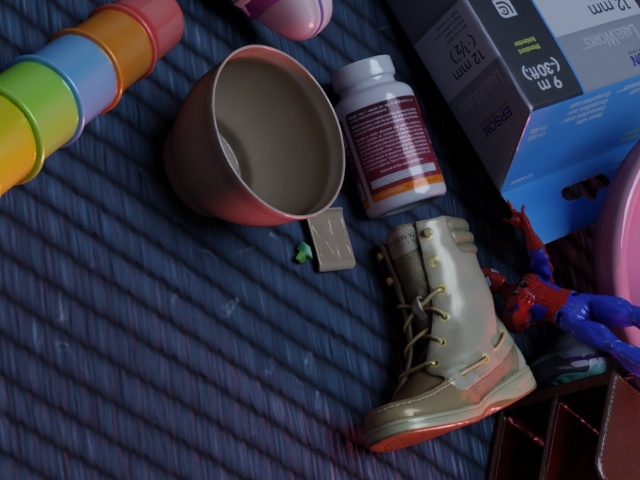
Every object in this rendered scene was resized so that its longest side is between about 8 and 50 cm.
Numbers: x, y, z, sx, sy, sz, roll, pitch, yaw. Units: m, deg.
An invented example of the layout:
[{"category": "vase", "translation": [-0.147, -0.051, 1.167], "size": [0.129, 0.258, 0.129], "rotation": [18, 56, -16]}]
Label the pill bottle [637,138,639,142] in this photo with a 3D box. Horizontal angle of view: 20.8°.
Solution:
[{"category": "pill bottle", "translation": [0.450, -0.036, 2.073], "size": [0.283, 0.160, 0.160], "rotation": [58, 41, -11]}]

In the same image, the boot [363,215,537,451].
[{"category": "boot", "translation": [0.100, 0.085, 1.683], "size": [0.262, 0.095, 0.203], "rotation": [-16, 86, -52]}]

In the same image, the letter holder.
[{"category": "letter holder", "translation": [0.316, 0.310, 1.776], "size": [0.302, 0.152, 0.214], "rotation": [39, 50, -29]}]

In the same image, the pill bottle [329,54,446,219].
[{"category": "pill bottle", "translation": [0.064, -0.104, 1.739], "size": [0.086, 0.086, 0.152], "rotation": [-13, 83, -49]}]

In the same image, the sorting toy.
[{"category": "sorting toy", "translation": [0.000, 0.000, 1.679], "size": [0.083, 0.012, 0.062], "rotation": [-4, 81, -52]}]

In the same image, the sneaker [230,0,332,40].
[{"category": "sneaker", "translation": [-0.122, -0.268, 1.613], "size": [0.282, 0.102, 0.161], "rotation": [45, 47, -9]}]

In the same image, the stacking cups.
[{"category": "stacking cups", "translation": [-0.221, -0.124, 1.452], "size": [0.096, 0.096, 0.316], "rotation": [57, 36, -11]}]

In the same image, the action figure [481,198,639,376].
[{"category": "action figure", "translation": [0.255, 0.055, 1.737], "size": [0.091, 0.280, 0.139], "rotation": [-53, 135, -21]}]

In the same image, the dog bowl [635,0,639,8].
[{"category": "dog bowl", "translation": [0.491, -0.217, 2.248], "size": [0.349, 0.102, 0.348], "rotation": [22, 58, -39]}]

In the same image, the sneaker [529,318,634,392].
[{"category": "sneaker", "translation": [0.271, 0.115, 1.885], "size": [0.224, 0.083, 0.098], "rotation": [3, 58, -57]}]

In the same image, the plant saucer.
[{"category": "plant saucer", "translation": [0.413, 0.013, 1.899], "size": [0.332, 0.084, 0.332], "rotation": [-2, 94, -36]}]

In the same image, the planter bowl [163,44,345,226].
[{"category": "planter bowl", "translation": [-0.072, -0.080, 1.563], "size": [0.162, 0.109, 0.162], "rotation": [23, 56, -39]}]

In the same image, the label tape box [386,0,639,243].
[{"category": "label tape box", "translation": [0.250, -0.193, 1.887], "size": [0.249, 0.115, 0.347], "rotation": [-20, 74, -40]}]
